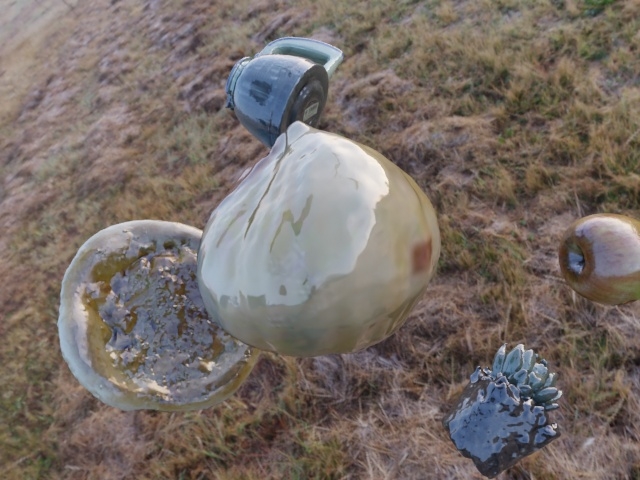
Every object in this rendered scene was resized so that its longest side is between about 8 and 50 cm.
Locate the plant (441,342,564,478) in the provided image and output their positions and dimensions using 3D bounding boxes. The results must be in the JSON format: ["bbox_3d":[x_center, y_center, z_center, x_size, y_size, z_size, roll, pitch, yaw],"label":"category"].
[{"bbox_3d":[0.286,0.258,0.815,0.194,0.129,0.132,-49,1,1],"label":"plant"}]

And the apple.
[{"bbox_3d":[0.259,0.016,0.474,0.071,0.084,0.084,-2,37,-14],"label":"apple"}]

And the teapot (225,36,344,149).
[{"bbox_3d":[-0.049,-0.185,0.625,0.108,0.111,0.149,27,93,15],"label":"teapot"}]

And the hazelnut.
[{"bbox_3d":[0.000,0.000,0.549,0.261,0.261,0.241,-5,87,37],"label":"hazelnut"}]

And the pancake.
[{"bbox_3d":[-0.204,0.094,0.710,0.049,0.282,0.282,-39,22,60],"label":"pancake"}]
